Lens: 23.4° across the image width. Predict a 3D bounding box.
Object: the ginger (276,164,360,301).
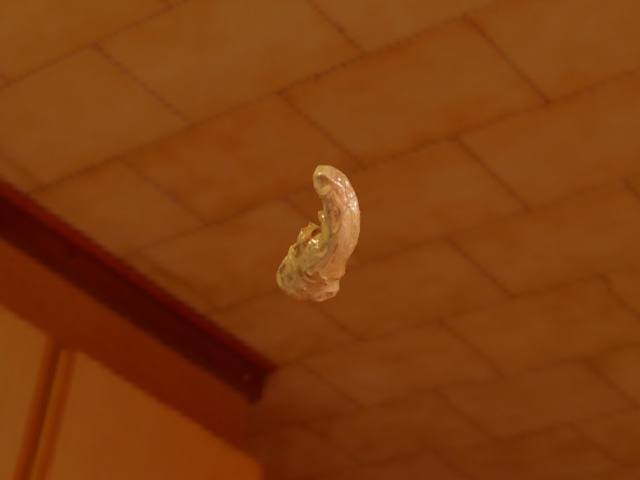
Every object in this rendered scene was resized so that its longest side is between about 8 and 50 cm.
[{"bbox_3d":[0.003,0.001,1.557,0.069,0.051,0.173,41,130,21],"label":"ginger"}]
